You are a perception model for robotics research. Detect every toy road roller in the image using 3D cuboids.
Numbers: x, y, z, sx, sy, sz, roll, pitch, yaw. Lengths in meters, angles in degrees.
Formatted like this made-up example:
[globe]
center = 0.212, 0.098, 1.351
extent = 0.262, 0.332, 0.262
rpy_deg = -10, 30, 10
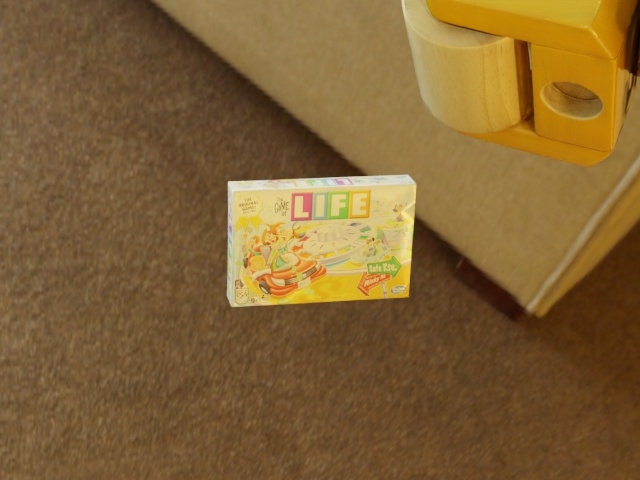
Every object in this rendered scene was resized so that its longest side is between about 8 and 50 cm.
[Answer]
[toy road roller]
center = 0.255, -0.203, 1.007
extent = 0.330, 0.202, 0.240
rpy_deg = 14, 66, 19

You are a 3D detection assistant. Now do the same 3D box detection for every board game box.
[board game box]
center = 0.000, 0.000, 0.985
extent = 0.154, 0.103, 0.026
rpy_deg = -3, 22, -12
